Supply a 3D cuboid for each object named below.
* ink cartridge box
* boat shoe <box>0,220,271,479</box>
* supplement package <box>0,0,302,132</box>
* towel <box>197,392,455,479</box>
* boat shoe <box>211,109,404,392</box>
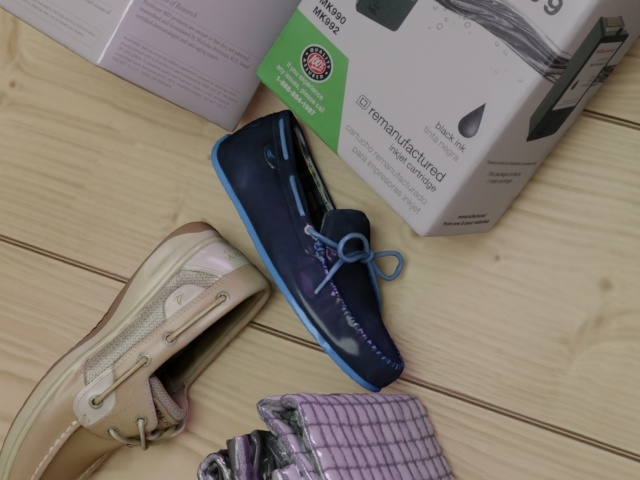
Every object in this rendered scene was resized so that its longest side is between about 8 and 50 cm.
[{"bbox_3d":[0.117,-0.179,1.211,0.211,0.121,0.289,45,115,23],"label":"ink cartridge box"},{"bbox_3d":[-0.160,0.128,1.331,0.098,0.109,0.302,40,93,22],"label":"boat shoe"},{"bbox_3d":[-0.106,-0.272,1.298,0.177,0.175,0.293,33,97,39],"label":"supplement package"},{"bbox_3d":[0.031,0.257,1.173,0.121,0.235,0.284,-30,74,21],"label":"towel"},{"bbox_3d":[0.000,0.000,1.284,0.089,0.109,0.258,-36,75,10],"label":"boat shoe"}]
